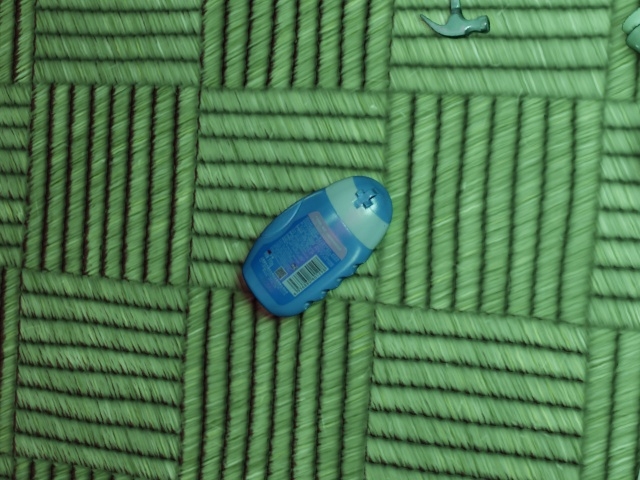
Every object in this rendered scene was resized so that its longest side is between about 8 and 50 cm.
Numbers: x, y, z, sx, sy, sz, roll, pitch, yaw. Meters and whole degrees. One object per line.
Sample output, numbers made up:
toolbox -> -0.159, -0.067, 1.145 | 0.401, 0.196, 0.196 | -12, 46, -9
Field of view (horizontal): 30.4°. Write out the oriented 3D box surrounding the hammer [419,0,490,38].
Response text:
hammer -> 0.195, -0.428, 1.778 | 0.103, 0.029, 0.246 | -6, 87, 21

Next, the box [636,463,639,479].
box -> 0.508, 0.374, 1.646 | 0.141, 0.058, 0.201 | 13, 95, 21

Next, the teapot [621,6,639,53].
teapot -> 0.501, -0.201, 1.591 | 0.183, 0.183, 0.251 | -22, 71, 21

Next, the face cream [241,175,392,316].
face cream -> 0.000, 0.000, 1.831 | 0.264, 0.083, 0.149 | -39, 78, 18
